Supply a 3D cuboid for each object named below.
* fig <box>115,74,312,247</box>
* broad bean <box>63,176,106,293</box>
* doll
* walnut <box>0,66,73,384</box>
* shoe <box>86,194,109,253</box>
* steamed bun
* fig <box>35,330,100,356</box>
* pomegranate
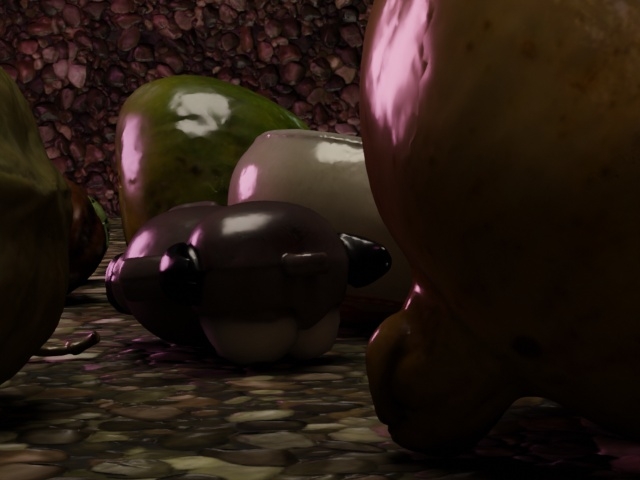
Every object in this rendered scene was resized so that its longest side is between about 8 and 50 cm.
[{"bbox_3d":[-0.056,-0.047,1.526,0.314,0.233,0.233,5,5,15],"label":"fig"},{"bbox_3d":[-0.317,0.003,1.618,0.228,0.156,0.122,-7,-42,42],"label":"broad bean"},{"bbox_3d":[-0.070,0.028,1.164,0.182,0.117,0.257,-6,5,-32],"label":"doll"},{"bbox_3d":[-0.285,-0.004,0.924,0.283,0.227,0.283,-7,-9,-1],"label":"walnut"},{"bbox_3d":[-0.372,-0.020,1.780,0.262,0.140,0.128,5,-7,-6],"label":"shoe"},{"bbox_3d":[0.030,0.000,1.329,0.232,0.145,0.232,13,-7,2],"label":"steamed bun"},{"bbox_3d":[-0.296,0.034,1.144,0.148,0.202,0.149,-44,31,-24],"label":"fig"},{"bbox_3d":[0.176,-0.050,0.779,0.410,0.410,0.410,-1,4,0],"label":"pomegranate"}]
